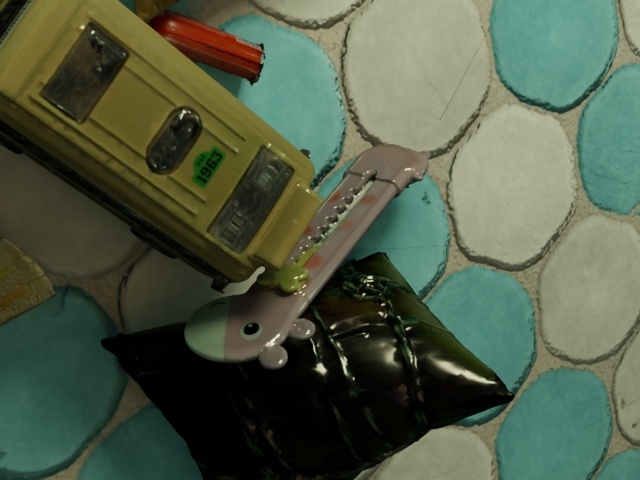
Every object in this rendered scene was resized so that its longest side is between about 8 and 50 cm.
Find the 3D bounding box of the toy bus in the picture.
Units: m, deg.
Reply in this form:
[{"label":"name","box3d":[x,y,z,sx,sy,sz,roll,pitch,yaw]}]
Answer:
[{"label":"toy bus","box3d":[-0.174,-0.102,1.030,0.365,0.202,0.177,37,81,-33]}]

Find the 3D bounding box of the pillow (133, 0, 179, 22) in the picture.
[{"label":"pillow","box3d":[-0.110,-0.416,1.050,0.310,0.119,0.312,-33,115,-25]}]

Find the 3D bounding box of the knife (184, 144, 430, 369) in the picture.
[{"label":"knife","box3d":[0.000,-0.001,1.159,0.398,0.132,0.038,-49,145,-40]}]

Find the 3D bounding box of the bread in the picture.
[{"label":"bread","box3d":[-0.345,0.064,1.018,0.152,0.105,0.077,-42,112,-18]}]

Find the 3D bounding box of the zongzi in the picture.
[{"label":"zongzi","box3d":[-0.016,0.217,1.199,0.383,0.319,0.362,-15,118,-9]}]

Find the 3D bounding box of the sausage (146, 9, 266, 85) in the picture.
[{"label":"sausage","box3d":[-0.129,-0.210,1.125,0.145,0.048,0.050,16,85,-31]}]
